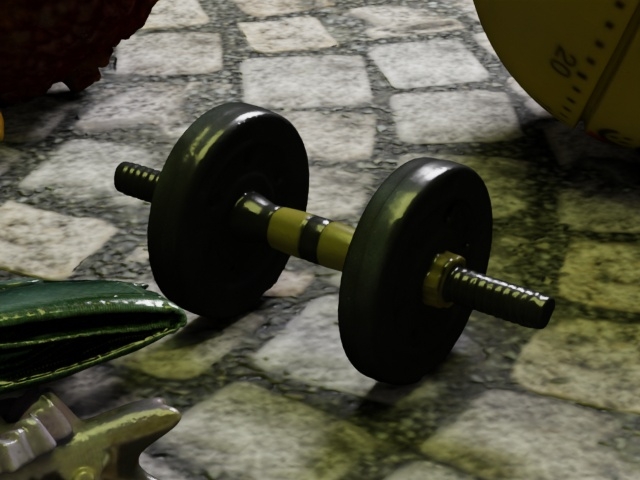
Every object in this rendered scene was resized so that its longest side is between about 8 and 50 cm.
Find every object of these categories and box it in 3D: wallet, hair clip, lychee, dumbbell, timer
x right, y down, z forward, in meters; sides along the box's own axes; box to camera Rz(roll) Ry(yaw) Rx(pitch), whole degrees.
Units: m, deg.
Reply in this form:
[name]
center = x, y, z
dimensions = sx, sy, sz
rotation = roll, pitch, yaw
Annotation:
[wallet]
center = -0.191, 0.049, 1.089
dimensions = 0.160, 0.055, 0.236
rotation = -9, 6, -23
[hair clip]
center = -0.217, 0.140, 0.980
dimensions = 0.292, 0.084, 0.106
rotation = -14, 12, -15
[lychee]
center = -0.253, -0.236, 1.503
dimensions = 0.261, 0.260, 0.260
rotation = -1, 27, 0
[dumbbell]
center = 0.000, 0.000, 1.158
dimensions = 0.325, 0.143, 0.143
rotation = 18, 33, 30
[timer]
center = 0.312, -0.206, 1.378
dimensions = 0.387, 0.376, 0.376
rotation = 30, 33, 4

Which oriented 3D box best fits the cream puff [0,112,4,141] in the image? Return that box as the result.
[cream puff]
center = -0.306, -0.090, 1.382
dimensions = 0.126, 0.103, 0.144
rotation = 0, 22, 4
